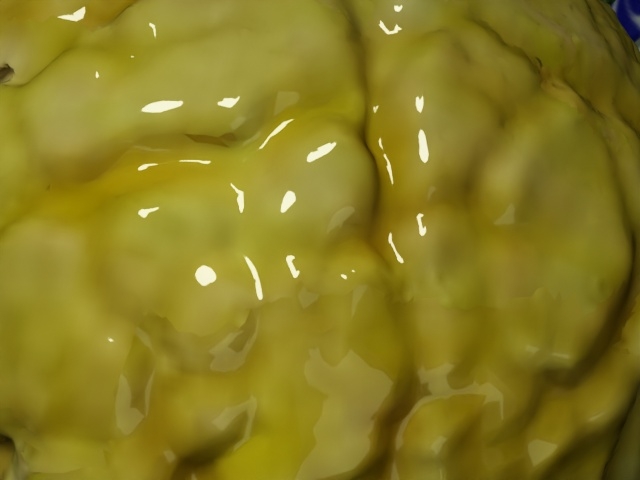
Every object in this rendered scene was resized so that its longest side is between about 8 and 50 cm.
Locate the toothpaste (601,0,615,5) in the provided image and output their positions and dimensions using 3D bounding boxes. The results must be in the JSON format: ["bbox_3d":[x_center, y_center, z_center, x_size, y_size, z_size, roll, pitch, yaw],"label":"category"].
[{"bbox_3d":[0.084,-0.089,1.074,0.248,0.047,0.078,-40,150,7],"label":"toothpaste"}]

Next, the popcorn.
[{"bbox_3d":[-0.006,0.013,0.829,0.344,0.354,0.390,93,16,-53],"label":"popcorn"}]
